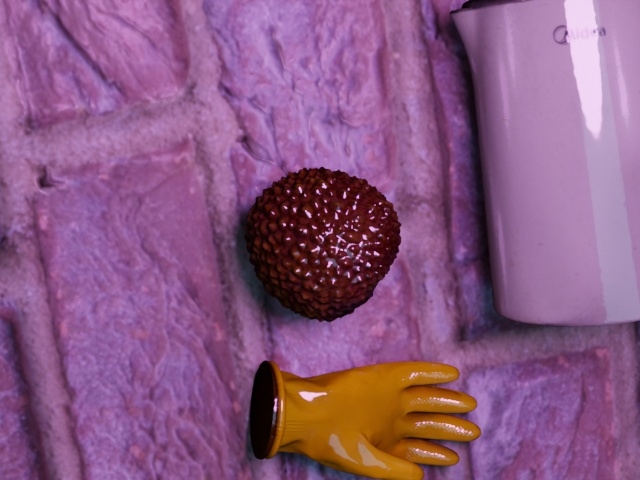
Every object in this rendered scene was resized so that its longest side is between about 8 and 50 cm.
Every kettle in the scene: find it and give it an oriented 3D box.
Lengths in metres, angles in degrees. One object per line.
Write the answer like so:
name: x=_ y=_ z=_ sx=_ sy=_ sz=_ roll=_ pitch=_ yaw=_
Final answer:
kettle: x=0.353 y=-0.121 z=1.280 sx=0.361 sy=0.250 sz=0.376 roll=-9 pitch=101 yaw=7

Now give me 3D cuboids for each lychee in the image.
lychee: x=0.000 y=0.000 z=1.290 sx=0.188 sy=0.188 sz=0.188 roll=-2 pitch=102 yaw=-10

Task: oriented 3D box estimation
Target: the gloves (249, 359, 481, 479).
gloves: x=0.067 y=0.219 z=1.391 sx=0.294 sy=0.116 sz=0.133 roll=6 pitch=108 yaw=-18
